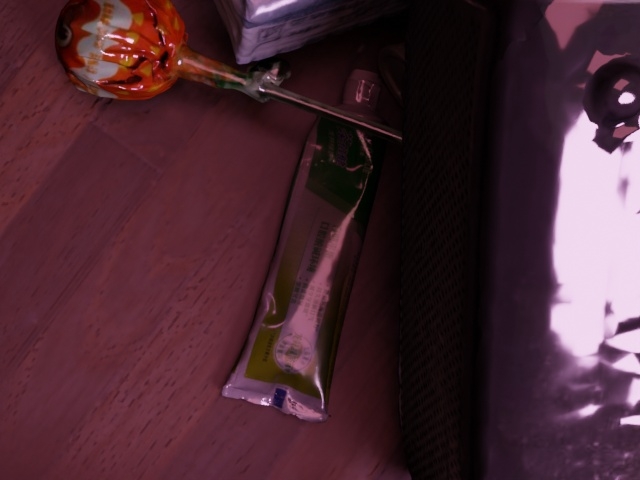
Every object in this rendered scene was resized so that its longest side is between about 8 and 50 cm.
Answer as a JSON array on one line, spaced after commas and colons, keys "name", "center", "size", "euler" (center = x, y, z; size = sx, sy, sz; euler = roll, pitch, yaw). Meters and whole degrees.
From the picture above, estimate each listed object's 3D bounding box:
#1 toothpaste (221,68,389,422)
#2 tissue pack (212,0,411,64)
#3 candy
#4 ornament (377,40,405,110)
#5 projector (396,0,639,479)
[{"name": "toothpaste", "center": [0.000, 0.000, 1.000], "size": [0.078, 0.047, 0.248], "euler": [15, 85, -1]}, {"name": "tissue pack", "center": [0.053, -0.274, 0.948], "size": [0.315, 0.103, 0.228], "euler": [-19, 79, -12]}, {"name": "candy", "center": [-0.044, -0.105, 0.967], "size": [0.287, 0.084, 0.078], "euler": [19, 75, 4]}, {"name": "ornament", "center": [0.122, -0.149, 1.016], "size": [0.156, 0.075, 0.081], "euler": [-33, 91, -11]}, {"name": "projector", "center": [0.258, 0.014, 0.867], "size": [0.395, 0.242, 0.405], "euler": [-3, 109, -11]}]
